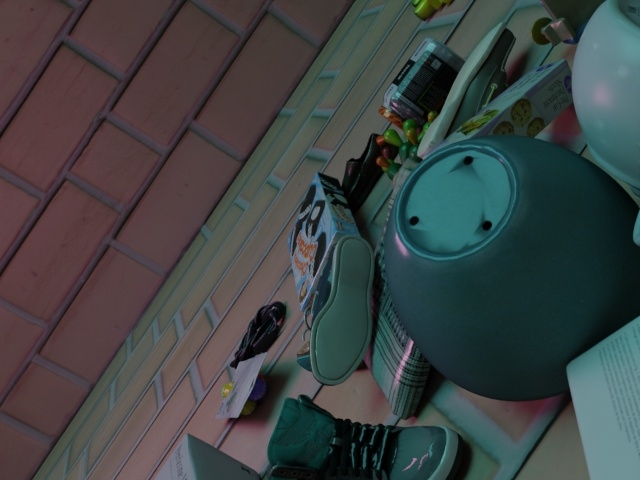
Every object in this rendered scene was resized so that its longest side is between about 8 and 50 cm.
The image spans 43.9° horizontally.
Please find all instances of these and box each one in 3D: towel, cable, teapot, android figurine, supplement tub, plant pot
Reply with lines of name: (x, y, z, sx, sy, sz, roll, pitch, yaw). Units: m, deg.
towel: (0.121, 0.053, 1.183, 0.324, 0.056, 0.312, -114, 36, -71)
cable: (-0.151, 0.215, 1.808, 0.184, 0.047, 0.150, -52, 17, 16)
teapot: (0.356, -0.120, 0.787, 0.252, 0.256, 0.187, 54, 142, 45)
android figurine: (0.350, -0.721, 2.139, 0.273, 0.056, 0.248, -49, 18, 25)
supplement tub: (0.213, -0.322, 1.681, 0.190, 0.117, 0.117, -53, 17, 8)
plant pot: (0.181, 0.001, 0.840, 0.290, 0.195, 0.290, -18, 55, 28)

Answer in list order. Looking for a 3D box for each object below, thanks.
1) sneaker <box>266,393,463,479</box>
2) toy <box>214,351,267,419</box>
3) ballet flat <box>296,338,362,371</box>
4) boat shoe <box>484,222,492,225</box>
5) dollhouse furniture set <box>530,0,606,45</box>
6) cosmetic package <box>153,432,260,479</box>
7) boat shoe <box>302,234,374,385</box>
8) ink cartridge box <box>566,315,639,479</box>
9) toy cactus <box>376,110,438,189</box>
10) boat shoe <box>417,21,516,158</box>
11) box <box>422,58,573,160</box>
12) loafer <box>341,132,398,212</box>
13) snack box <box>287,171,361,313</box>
sneaker: (0.028, 0.263, 1.010, 0.295, 0.178, 0.123, -36, 26, 48)
toy: (-0.148, 0.308, 1.621, 0.136, 0.056, 0.237, -67, 15, -20)
ballet flat: (0.021, 0.184, 1.367, 0.067, 0.073, 0.206, -54, 17, -24)
boat shoe: (0.240, -0.081, 1.175, 0.104, 0.111, 0.307, -63, 18, -17)
dollhouse furniture set: (0.382, -0.510, 1.272, 0.303, 0.286, 0.198, -43, 18, 5)
cosmetic package: (-0.271, 0.574, 1.289, 0.453, 0.162, 0.230, -55, 17, 0)
boat shoe: (0.025, 0.112, 1.233, 0.079, 0.095, 0.254, 127, 154, -56)
ink cartridge box: (0.325, 0.146, 0.607, 0.261, 0.066, 0.296, -45, 20, 31)
toy cactus: (0.174, -0.146, 1.542, 0.219, 0.112, 0.180, -23, 56, 57)
boat shoe: (0.279, -0.254, 1.425, 0.305, 0.091, 0.109, -60, 6, -16)
box: (0.262, -0.164, 1.117, 0.063, 0.067, 0.324, -10, 22, 48)
loafer: (0.083, -0.150, 1.785, 0.220, 0.078, 0.080, -55, 17, 4)
snack box: (0.000, 0.000, 1.667, 0.322, 0.060, 0.187, -106, 36, -64)
